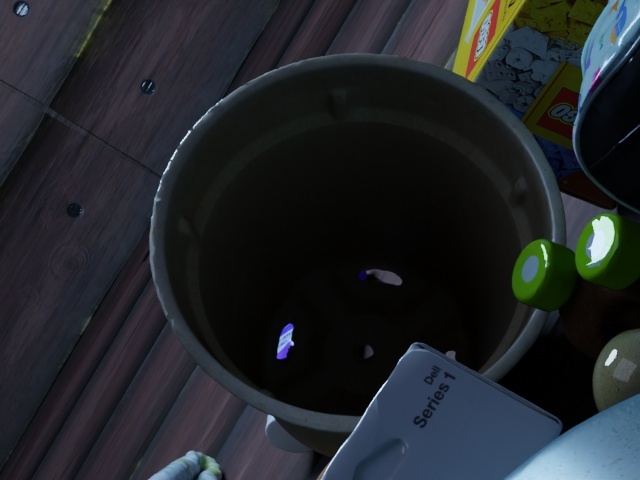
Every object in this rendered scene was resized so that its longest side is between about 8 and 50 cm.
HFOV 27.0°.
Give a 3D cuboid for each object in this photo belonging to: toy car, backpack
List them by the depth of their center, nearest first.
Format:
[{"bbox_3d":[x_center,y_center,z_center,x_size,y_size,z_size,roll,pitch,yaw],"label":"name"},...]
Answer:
[{"bbox_3d":[0.227,0.098,0.951,0.149,0.155,0.188,-28,47,59],"label":"toy car"},{"bbox_3d":[0.307,-0.126,0.956,0.191,0.225,0.253,-76,13,-49],"label":"backpack"}]

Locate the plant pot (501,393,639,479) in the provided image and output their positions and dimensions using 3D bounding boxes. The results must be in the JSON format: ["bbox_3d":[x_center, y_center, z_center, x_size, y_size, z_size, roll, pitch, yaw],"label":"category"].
[{"bbox_3d":[0.217,0.204,0.651,0.252,0.248,0.247,-47,17,-3],"label":"plant pot"}]

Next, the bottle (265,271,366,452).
[{"bbox_3d":[-0.012,0.129,1.621,0.118,0.092,0.283,-43,23,38],"label":"bottle"}]

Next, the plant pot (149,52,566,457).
[{"bbox_3d":[0.035,0.055,1.197,0.305,0.334,0.334,84,-153,-65],"label":"plant pot"}]

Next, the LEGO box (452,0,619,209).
[{"bbox_3d":[0.304,-0.344,1.247,0.372,0.193,0.500,121,169,-50],"label":"LEGO box"}]

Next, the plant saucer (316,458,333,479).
[{"bbox_3d":[0.029,0.290,1.338,0.200,0.037,0.200,-51,19,26],"label":"plant saucer"}]

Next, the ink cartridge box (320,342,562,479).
[{"bbox_3d":[0.059,0.230,0.928,0.201,0.117,0.278,-54,-19,-26],"label":"ink cartridge box"}]

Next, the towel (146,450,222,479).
[{"bbox_3d":[-0.254,0.430,1.635,0.320,0.090,0.374,-54,-6,5],"label":"towel"}]
